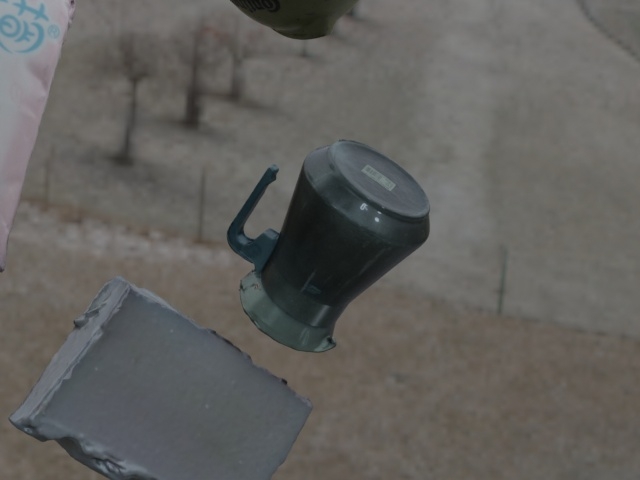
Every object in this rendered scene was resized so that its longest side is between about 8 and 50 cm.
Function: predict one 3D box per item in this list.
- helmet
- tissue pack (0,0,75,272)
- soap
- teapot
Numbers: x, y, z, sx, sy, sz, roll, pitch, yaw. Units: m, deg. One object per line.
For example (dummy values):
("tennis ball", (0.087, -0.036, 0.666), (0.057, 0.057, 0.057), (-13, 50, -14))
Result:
("helmet", (-0.020, -0.279, 1.675), (0.204, 0.137, 0.257), (-15, 23, -13))
("tissue pack", (-0.296, -0.098, 0.906), (0.271, 0.201, 0.124), (18, -5, -28))
("soap", (-0.177, 0.123, 1.446), (0.258, 0.159, 0.302), (34, -7, -30))
("teapot", (0.000, 0.000, 1.908), (0.203, 0.225, 0.171), (39, 25, 9))
